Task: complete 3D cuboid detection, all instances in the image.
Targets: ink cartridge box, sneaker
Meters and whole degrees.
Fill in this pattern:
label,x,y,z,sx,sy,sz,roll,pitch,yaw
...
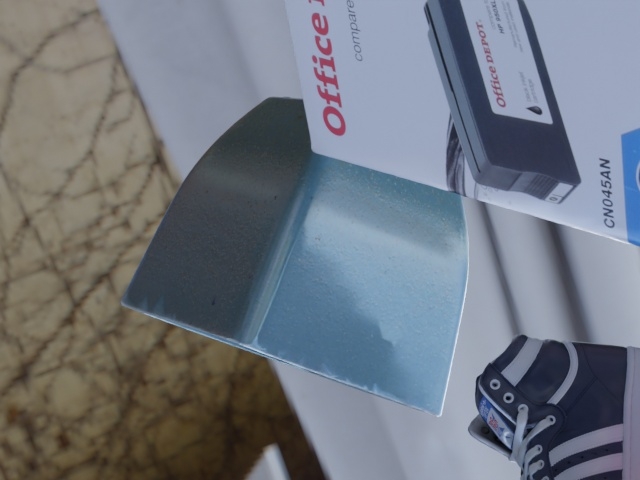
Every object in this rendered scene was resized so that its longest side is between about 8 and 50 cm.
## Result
label,x,y,z,sx,sy,sz,roll,pitch,yaw
ink cartridge box,0.164,-0.174,1.066,0.395,0.285,0.166,18,-138,38
sneaker,0.188,0.196,1.215,0.153,0.099,0.282,13,-129,6

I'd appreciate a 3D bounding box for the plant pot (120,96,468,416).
label,x,y,z,sx,sy,sz,roll,pitch,yaw
plant pot,0.000,0.000,1.450,0.247,0.252,0.248,24,173,-34
